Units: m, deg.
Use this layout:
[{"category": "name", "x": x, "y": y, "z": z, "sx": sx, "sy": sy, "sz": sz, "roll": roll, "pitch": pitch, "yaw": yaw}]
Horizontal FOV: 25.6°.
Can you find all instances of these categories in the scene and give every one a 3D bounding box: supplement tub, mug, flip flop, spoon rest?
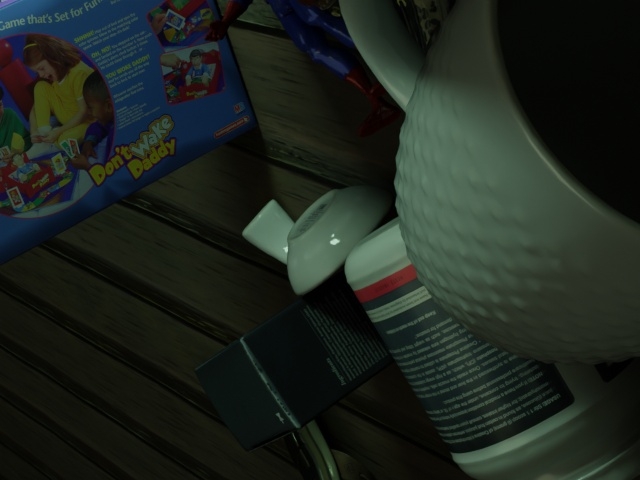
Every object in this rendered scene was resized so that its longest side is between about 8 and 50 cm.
[{"category": "supplement tub", "x": 0.162, "y": 0.083, "z": 1.199, "sx": 0.272, "sy": 0.191, "sz": 0.191, "roll": 59, "pitch": 150, "yaw": -2}, {"category": "mug", "x": 0.156, "y": -0.090, "z": 0.955, "sx": 0.374, "sy": 0.276, "sz": 0.328, "roll": 46, "pitch": 156, "yaw": 7}, {"category": "flip flop", "x": 0.025, "y": 0.297, "z": 1.731, "sx": 0.277, "sy": 0.080, "sz": 0.112, "roll": 65, "pitch": 158, "yaw": 18}, {"category": "spoon rest", "x": 0.000, "y": 0.000, "z": 1.455, "sx": 0.084, "sy": 0.137, "sz": 0.276, "roll": 44, "pitch": 169, "yaw": -15}]

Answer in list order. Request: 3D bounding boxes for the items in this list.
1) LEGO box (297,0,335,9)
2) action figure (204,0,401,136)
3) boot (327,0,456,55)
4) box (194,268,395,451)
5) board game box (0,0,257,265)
[{"category": "LEGO box", "x": -0.186, "y": -0.396, "z": 0.843, "sx": 0.500, "sy": 0.193, "sz": 0.372, "roll": 41, "pitch": -172, "yaw": 28}, {"category": "action figure", "x": -0.053, "y": -0.209, "z": 1.300, "sx": 0.280, "sy": 0.139, "sz": 0.091, "roll": 53, "pitch": 150, "yaw": 23}, {"category": "boot", "x": 0.079, "y": -0.189, "z": 1.180, "sx": 0.178, "sy": 0.085, "sz": 0.236, "roll": 8, "pitch": 118, "yaw": 56}, {"category": "box", "x": -0.003, "y": 0.112, "z": 1.455, "sx": 0.108, "sy": 0.207, "sz": 0.153, "roll": 57, "pitch": 150, "yaw": 2}, {"category": "board game box", "x": -0.252, "y": -0.153, "z": 1.440, "sx": 0.078, "sy": 0.347, "sz": 0.233, "roll": 13, "pitch": 128, "yaw": 52}]
